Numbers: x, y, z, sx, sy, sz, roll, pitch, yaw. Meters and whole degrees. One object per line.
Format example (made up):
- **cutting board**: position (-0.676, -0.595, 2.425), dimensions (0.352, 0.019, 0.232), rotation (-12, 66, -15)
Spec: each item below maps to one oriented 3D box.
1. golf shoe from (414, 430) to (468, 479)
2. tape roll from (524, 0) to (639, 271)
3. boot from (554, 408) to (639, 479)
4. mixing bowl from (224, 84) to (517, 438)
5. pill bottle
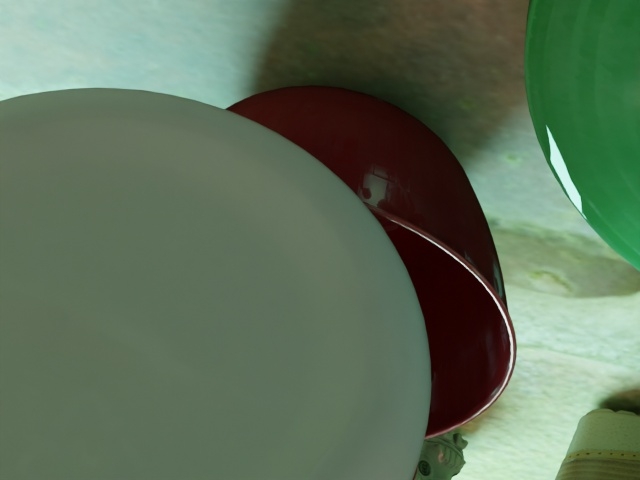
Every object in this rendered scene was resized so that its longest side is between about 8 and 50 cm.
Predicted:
- **golf shoe**: position (-0.008, 0.106, 0.901), dimensions (0.176, 0.069, 0.086), rotation (36, 143, -26)
- **tape roll**: position (0.233, -0.075, 0.586), dimensions (0.321, 0.077, 0.321), rotation (7, 143, 6)
- **boot**: position (0.220, 0.196, 0.823), dimensions (0.248, 0.207, 0.090), rotation (6, 156, 14)
- **mixing bowl**: position (0.000, 0.000, 0.731), dimensions (0.181, 0.098, 0.181), rotation (9, 143, 7)
- **pill bottle**: position (-0.088, 0.129, 0.670), dimensions (0.210, 0.210, 0.363), rotation (13, 144, 0)
